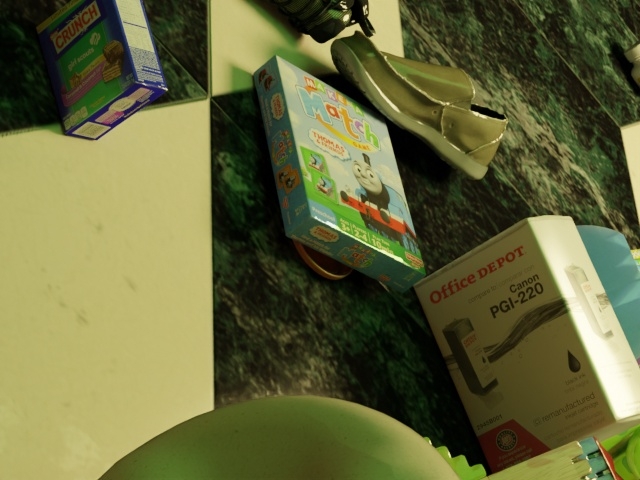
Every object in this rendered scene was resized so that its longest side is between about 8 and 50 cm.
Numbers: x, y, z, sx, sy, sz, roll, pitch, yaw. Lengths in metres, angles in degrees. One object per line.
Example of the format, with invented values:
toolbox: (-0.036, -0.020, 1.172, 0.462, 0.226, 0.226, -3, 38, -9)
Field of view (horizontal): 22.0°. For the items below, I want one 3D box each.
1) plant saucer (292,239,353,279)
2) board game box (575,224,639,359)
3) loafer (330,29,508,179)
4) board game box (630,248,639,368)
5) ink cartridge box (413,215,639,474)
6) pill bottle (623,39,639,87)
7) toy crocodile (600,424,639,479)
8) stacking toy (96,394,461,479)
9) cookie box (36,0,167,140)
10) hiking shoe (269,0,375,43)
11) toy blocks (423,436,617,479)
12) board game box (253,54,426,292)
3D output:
plant saucer: (0.000, 0.000, 1.568, 0.083, 0.013, 0.083, 33, 40, -34)
board game box: (0.293, 0.069, 1.826, 0.033, 0.133, 0.168, 88, -18, -72)
loafer: (0.108, -0.158, 1.744, 0.251, 0.087, 0.094, 33, 10, -41)
board game box: (0.352, 0.085, 1.920, 0.170, 0.048, 0.141, -6, 67, -53)
ink cartridge box: (0.209, 0.104, 1.620, 0.092, 0.158, 0.217, 0, 63, -51)
pill bottle: (0.477, -0.229, 2.313, 0.116, 0.065, 0.065, 54, 34, -6)
toy crocodile: (0.286, 0.177, 1.722, 0.340, 0.105, 0.115, 55, -8, -3)
stacking toy: (0.029, 0.366, 1.130, 0.480, 0.351, 0.350, 54, 29, -40)
cookie box: (-0.185, -0.153, 1.385, 0.040, 0.092, 0.107, 11, 54, -51)
hiking shoe: (-0.014, -0.263, 1.695, 0.227, 0.086, 0.114, -4, 64, -54)
toy blocks: (0.244, 0.313, 1.383, 0.261, 0.191, 0.381, -18, 75, -29)
board game box: (0.017, -0.066, 1.601, 0.160, 0.039, 0.211, 26, 37, -39)
